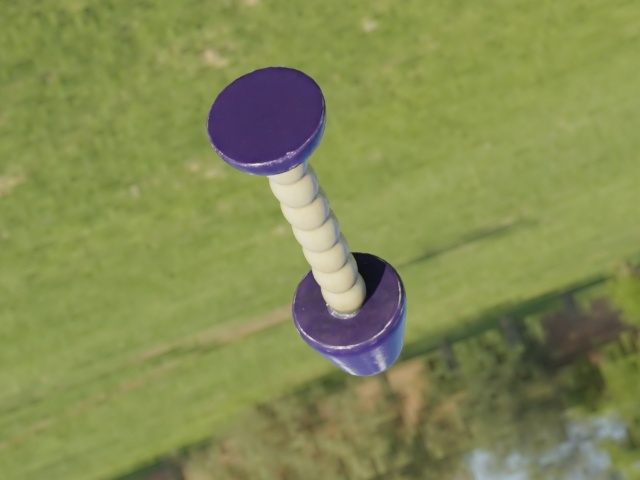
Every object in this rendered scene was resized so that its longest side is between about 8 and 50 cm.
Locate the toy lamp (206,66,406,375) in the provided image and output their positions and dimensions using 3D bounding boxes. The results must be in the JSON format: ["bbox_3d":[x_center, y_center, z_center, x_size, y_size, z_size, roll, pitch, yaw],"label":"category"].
[{"bbox_3d":[0.000,0.000,1.194,0.080,0.080,0.274,-20,143,2],"label":"toy lamp"}]
